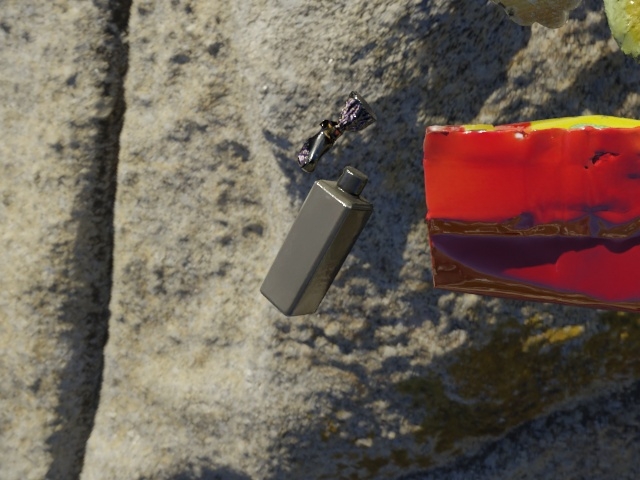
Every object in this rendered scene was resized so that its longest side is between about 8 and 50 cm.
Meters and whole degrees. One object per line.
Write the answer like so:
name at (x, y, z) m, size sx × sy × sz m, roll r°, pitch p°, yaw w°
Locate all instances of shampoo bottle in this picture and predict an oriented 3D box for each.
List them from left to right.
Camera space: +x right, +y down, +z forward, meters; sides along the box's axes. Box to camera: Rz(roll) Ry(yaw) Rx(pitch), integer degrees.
shampoo bottle at (0.000, 0.000, 1.094) m, size 0.079 × 0.080 × 0.246 m, roll 39°, pitch 112°, yaw 28°

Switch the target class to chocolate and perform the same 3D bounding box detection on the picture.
chocolate at (0.018, -0.175, 1.139) m, size 0.147 × 0.072 × 0.070 m, roll -34°, pitch 101°, yaw 10°

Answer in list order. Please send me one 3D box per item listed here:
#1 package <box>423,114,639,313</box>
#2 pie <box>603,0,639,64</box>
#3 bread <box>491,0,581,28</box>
package at (0.198, -0.020, 0.551) m, size 0.195 × 0.423 × 0.123 m, roll 2°, pitch 92°, yaw 16°
pie at (0.557, -0.377, 1.029) m, size 0.276 × 0.078 × 0.277 m, roll 5°, pitch 106°, yaw 18°
bread at (0.471, -0.621, 1.621) m, size 0.316 × 0.054 × 0.316 m, roll 37°, pitch 164°, yaw 13°
